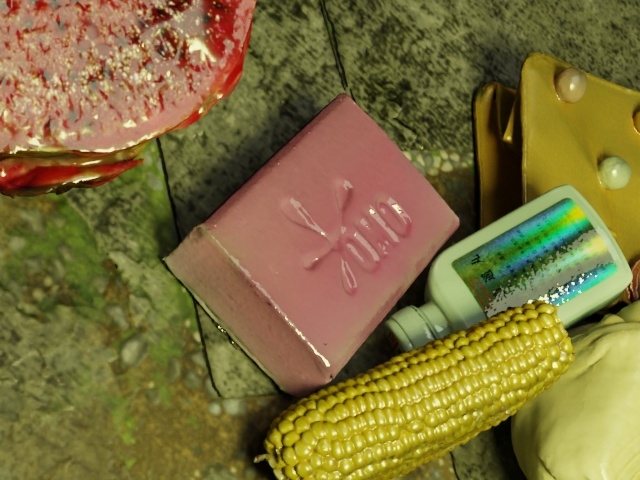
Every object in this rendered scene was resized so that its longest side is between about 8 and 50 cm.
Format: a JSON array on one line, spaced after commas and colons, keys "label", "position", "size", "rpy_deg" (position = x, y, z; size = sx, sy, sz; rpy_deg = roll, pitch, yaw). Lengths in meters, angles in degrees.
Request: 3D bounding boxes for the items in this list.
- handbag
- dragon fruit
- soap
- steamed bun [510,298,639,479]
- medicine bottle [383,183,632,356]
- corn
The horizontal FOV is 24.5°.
[{"label": "handbag", "position": [0.355, -0.027, 1.622], "size": [0.401, 0.133, 0.283], "rpy_deg": [16, 64, -29]}, {"label": "dragon fruit", "position": [-0.248, -0.218, 1.203], "size": [0.386, 0.249, 0.371], "rpy_deg": [37, 66, -11]}, {"label": "soap", "position": [0.001, -0.001, 1.371], "size": [0.181, 0.081, 0.259], "rpy_deg": [49, 48, -5]}, {"label": "steamed bun", "position": [0.314, 0.185, 1.432], "size": [0.289, 0.203, 0.276], "rpy_deg": [-47, 107, -27]}, {"label": "medicine bottle", "position": [0.172, 0.050, 1.407], "size": [0.229, 0.083, 0.121], "rpy_deg": [-29, 75, -11]}, {"label": "corn", "position": [0.082, 0.147, 1.294], "size": [0.310, 0.101, 0.101], "rpy_deg": [-23, 81, -17]}]
